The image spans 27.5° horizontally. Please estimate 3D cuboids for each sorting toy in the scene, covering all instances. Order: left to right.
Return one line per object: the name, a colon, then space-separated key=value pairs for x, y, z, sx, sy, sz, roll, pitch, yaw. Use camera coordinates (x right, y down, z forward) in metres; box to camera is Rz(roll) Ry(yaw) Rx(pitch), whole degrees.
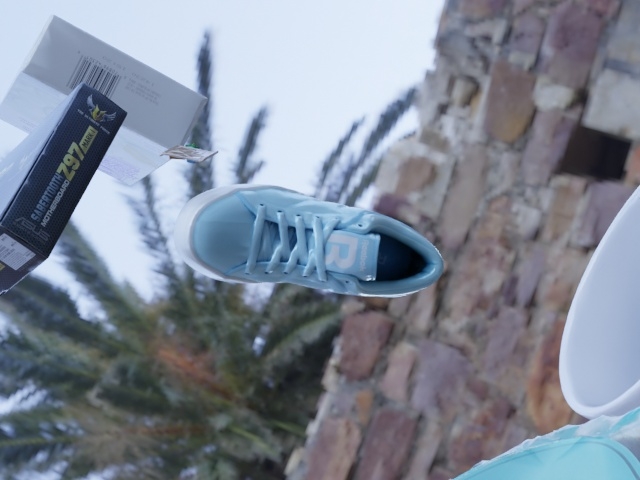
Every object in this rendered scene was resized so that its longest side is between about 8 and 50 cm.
sorting toy: x=-0.162 y=-0.110 z=1.656 sx=0.083 sy=0.062 sz=0.012 roll=-44 pitch=-40 yaw=-71

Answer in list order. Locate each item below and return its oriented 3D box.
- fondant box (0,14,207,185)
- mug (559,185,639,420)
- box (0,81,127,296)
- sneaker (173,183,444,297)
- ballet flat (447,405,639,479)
fondant box: x=-0.324 y=-0.191 z=1.887 sx=0.096 sy=0.238 sz=0.330 roll=-66 pitch=16 yaw=-13
mug: x=0.457 y=0.065 z=1.198 sx=0.374 sy=0.328 sz=0.276 roll=-60 pitch=10 yaw=27
box: x=-0.294 y=-0.031 z=1.272 sx=0.059 sy=0.233 sz=0.183 roll=37 pitch=-126 yaw=-19
sneaker: x=0.000 y=0.000 z=1.663 sx=0.366 sy=0.150 sz=0.135 roll=5 pitch=-92 yaw=-33
ballet flat: x=0.219 y=0.155 z=0.722 sx=0.147 sy=0.409 sz=0.147 roll=50 pitch=-158 yaw=-30
